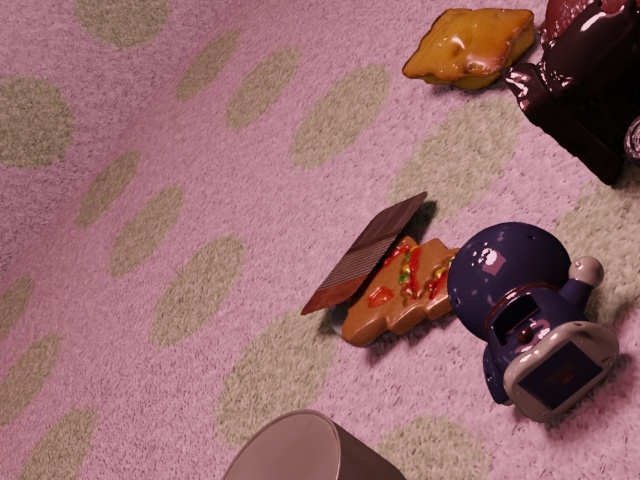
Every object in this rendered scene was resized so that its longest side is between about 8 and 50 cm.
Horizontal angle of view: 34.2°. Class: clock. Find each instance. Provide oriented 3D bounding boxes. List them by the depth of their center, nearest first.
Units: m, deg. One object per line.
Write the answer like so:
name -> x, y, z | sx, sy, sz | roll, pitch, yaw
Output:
clock -> 0.247, 0.080, 1.239 | 0.199, 0.146, 0.243 | -45, 36, 18

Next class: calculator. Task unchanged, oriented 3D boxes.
calculator -> 0.068, 0.113, 1.575 | 0.095, 0.021, 0.153 | -56, 28, -12

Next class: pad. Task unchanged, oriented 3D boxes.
pad -> 0.012, 0.018, 1.690 | 0.323, 0.055, 0.250 | 1, 44, 46

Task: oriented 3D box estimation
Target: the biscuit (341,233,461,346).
biscuit -> 0.132, 0.062, 1.498 | 0.238, 0.041, 0.212 | -9, 38, 43

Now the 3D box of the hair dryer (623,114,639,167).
hair dryer -> 0.401, -0.031, 1.198 | 0.071, 0.124, 0.219 | -9, 64, 54

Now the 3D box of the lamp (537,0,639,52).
lamp -> 0.421, -0.311, 1.441 | 0.258, 0.180, 0.180 | -17, 42, 48

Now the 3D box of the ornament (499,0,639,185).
ornament -> 0.387, -0.209, 1.280 | 0.260, 0.251, 0.106 | -35, 47, 26

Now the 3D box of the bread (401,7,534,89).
bread -> 0.259, -0.322, 1.769 | 0.233, 0.088, 0.161 | 14, 72, 56

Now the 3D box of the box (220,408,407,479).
box -> -0.011, 0.342, 1.274 | 0.226, 0.149, 0.226 | -35, 31, 25
